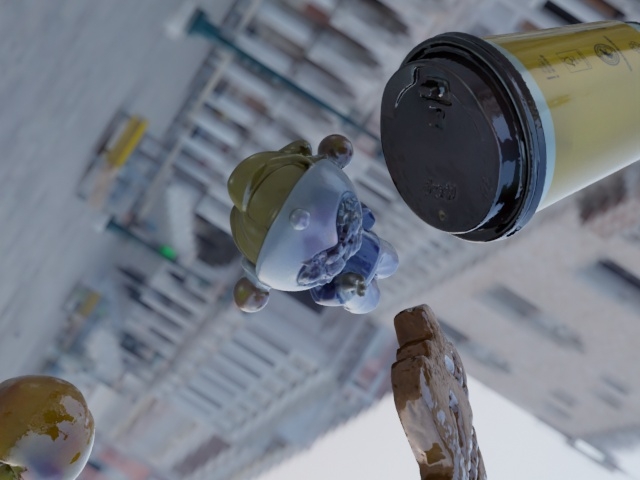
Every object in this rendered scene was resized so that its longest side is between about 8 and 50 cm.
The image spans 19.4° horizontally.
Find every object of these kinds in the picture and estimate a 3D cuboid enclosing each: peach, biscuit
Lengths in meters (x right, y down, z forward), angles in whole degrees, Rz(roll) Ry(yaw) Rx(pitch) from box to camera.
[{"bbox_3d":[-0.317,0.217,2.094,0.138,0.138,0.138,-57,-176,7],"label":"peach"},{"bbox_3d":[0.123,0.208,1.707,0.043,0.306,0.284,-13,180,10],"label":"biscuit"}]

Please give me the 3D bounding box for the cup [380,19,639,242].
[{"bbox_3d":[0.202,-0.115,1.747,0.280,0.196,0.196,-18,158,-36],"label":"cup"}]

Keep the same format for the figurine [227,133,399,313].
[{"bbox_3d":[-0.004,0.010,1.915,0.194,0.133,0.274,-46,144,-21],"label":"figurine"}]
